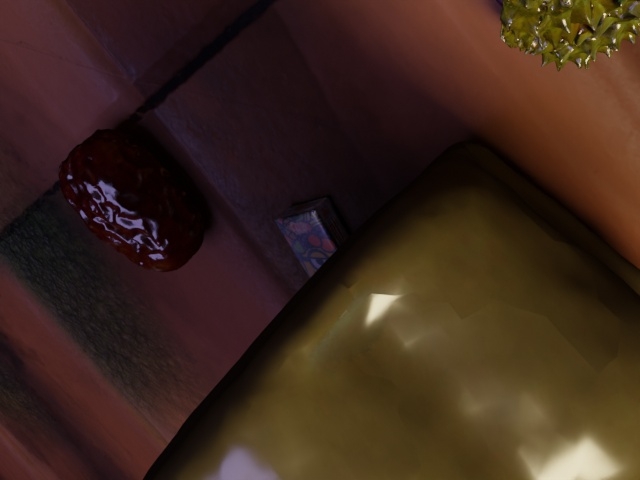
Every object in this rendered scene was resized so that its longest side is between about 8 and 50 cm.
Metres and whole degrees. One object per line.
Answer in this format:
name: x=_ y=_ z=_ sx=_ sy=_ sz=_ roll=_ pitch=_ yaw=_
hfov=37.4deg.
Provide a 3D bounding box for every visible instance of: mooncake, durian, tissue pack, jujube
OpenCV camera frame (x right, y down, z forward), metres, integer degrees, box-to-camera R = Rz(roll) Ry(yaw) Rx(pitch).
mooncake: x=0.058 y=0.153 z=0.747 sx=0.262 sy=0.467 sz=0.467 roll=44 pitch=140 yaw=4
durian: x=0.167 y=-0.173 z=0.622 sx=0.119 sy=0.108 sz=0.186 roll=25 pitch=137 yaw=21
tissue pack: x=0.000 y=0.000 z=0.968 sx=0.063 sy=0.035 sz=0.083 roll=-10 pitch=116 yaw=44
jujube: x=-0.208 y=-0.040 z=1.047 sx=0.176 sy=0.109 sz=0.112 roll=47 pitch=174 yaw=-9
